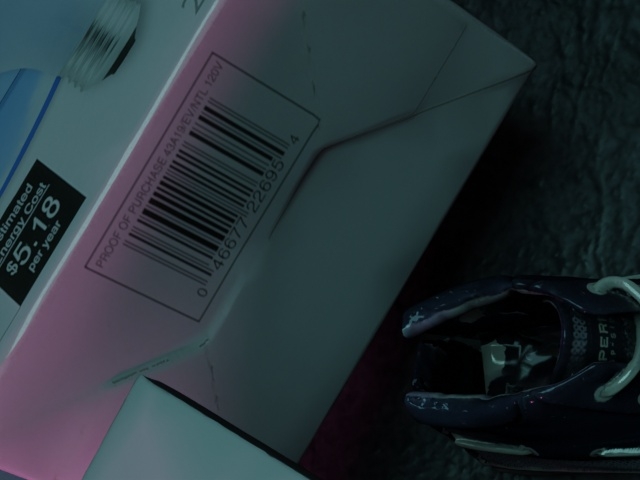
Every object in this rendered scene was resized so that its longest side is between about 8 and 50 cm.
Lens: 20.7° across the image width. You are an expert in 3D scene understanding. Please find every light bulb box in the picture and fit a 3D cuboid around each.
[{"bbox_3d":[-0.122,-0.056,1.118,0.361,0.225,0.358,33,92,52],"label":"light bulb box"}]

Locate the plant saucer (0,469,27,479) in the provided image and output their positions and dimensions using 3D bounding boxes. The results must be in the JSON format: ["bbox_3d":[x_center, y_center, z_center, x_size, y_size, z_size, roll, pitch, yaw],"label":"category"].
[{"bbox_3d":[-0.217,0.271,1.239,0.318,0.044,0.317,-9,70,26],"label":"plant saucer"}]

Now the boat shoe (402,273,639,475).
[{"bbox_3d":[0.208,0.071,0.997,0.340,0.158,0.127,-13,69,25],"label":"boat shoe"}]

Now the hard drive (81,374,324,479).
[{"bbox_3d":[-0.080,0.244,0.819,0.203,0.040,0.307,28,87,30],"label":"hard drive"}]
